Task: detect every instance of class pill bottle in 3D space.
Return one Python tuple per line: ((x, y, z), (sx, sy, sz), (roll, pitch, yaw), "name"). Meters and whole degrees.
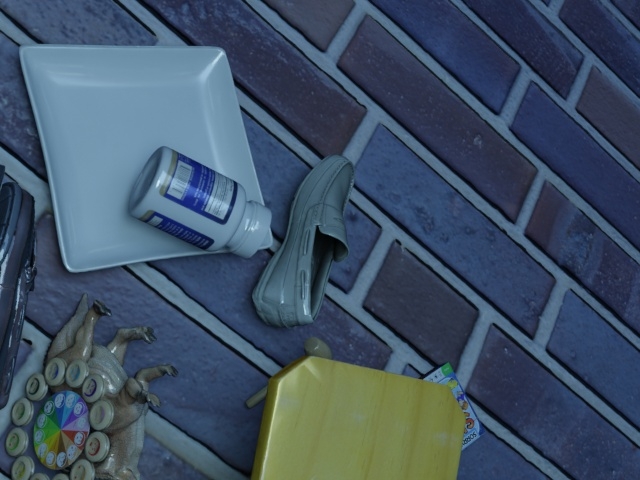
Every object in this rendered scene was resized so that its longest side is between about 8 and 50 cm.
((-0.171, -0.048, 1.435), (0.186, 0.112, 0.112), (27, 60, -23), "pill bottle")

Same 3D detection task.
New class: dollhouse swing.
((-0.009, 0.348, 1.328), (0.346, 0.315, 0.305), (15, 64, -28), "dollhouse swing")

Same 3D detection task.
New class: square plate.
((-0.262, -0.131, 1.506), (0.343, 0.049, 0.348), (-7, 77, -35), "square plate")

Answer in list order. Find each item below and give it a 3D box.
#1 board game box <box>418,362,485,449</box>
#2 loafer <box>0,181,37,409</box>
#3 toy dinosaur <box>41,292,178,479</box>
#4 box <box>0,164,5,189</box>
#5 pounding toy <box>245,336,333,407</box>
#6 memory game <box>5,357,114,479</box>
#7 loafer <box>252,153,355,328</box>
((0.169, 0.306, 1.632), (0.201, 0.035, 0.136), (-27, 89, -37), "board game box")
((-0.425, 0.076, 1.305), (0.095, 0.109, 0.303), (30, 63, -43), "loafer")
((-0.306, 0.207, 1.319), (0.296, 0.200, 0.127), (54, 11, 22), "toy dinosaur")
((-0.493, -0.002, 1.183), (0.142, 0.247, 0.164), (19, 63, -27), "box")
((-0.019, 0.293, 1.495), (0.154, 0.154, 0.270), (41, 60, -49), "pounding toy")
((-0.331, 0.238, 1.248), (0.012, 0.186, 0.186), (27, 56, -54), "memory game")
((0.000, 0.000, 1.575), (0.112, 0.111, 0.320), (57, 47, -50), "loafer")
